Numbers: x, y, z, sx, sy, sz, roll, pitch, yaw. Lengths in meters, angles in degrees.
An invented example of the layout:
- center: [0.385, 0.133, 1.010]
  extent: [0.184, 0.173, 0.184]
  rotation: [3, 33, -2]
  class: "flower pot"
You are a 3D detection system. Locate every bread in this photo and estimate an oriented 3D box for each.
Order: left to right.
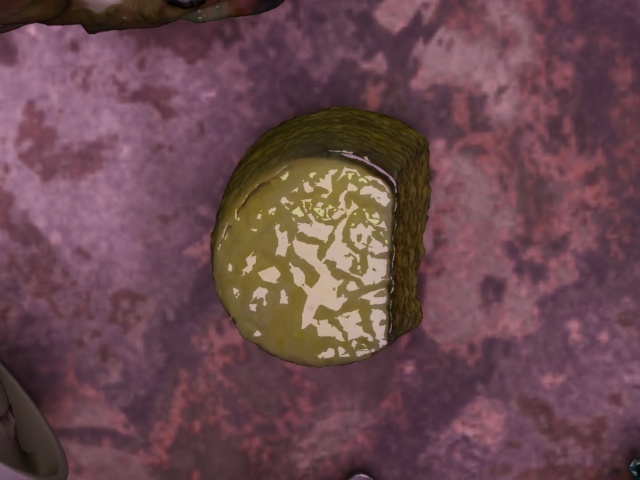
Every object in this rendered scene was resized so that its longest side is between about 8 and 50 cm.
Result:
- center: [0.000, 0.000, 0.984]
  extent: [0.111, 0.114, 0.129]
  rotation: [-2, 98, 5]
  class: "bread"

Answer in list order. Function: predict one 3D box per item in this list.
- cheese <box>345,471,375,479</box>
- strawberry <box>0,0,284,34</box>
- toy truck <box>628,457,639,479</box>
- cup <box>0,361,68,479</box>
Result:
- center: [0.073, 0.202, 1.061]
  extent: [0.097, 0.037, 0.192]
  rotation: [-38, 99, 8]
  class: "cheese"
- center: [-0.134, -0.232, 0.941]
  extent: [0.233, 0.138, 0.306]
  rotation: [-8, 76, -20]
  class: "strawberry"
- center: [0.229, 0.146, 1.026]
  extent: [0.216, 0.110, 0.116]
  rotation: [-34, 89, 5]
  class: "toy truck"
- center: [-0.273, 0.104, 0.967]
  extent: [0.226, 0.185, 0.241]
  rotation: [-46, 60, 3]
  class: "cup"
